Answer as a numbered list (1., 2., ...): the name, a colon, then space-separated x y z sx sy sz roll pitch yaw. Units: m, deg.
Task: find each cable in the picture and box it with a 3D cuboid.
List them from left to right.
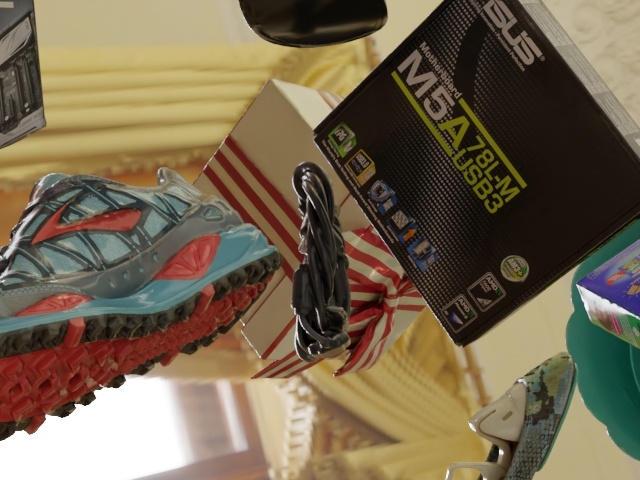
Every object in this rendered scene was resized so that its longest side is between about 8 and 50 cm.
1. cable: -0.003 0.019 0.995 0.184 0.047 0.151 53 31 -81

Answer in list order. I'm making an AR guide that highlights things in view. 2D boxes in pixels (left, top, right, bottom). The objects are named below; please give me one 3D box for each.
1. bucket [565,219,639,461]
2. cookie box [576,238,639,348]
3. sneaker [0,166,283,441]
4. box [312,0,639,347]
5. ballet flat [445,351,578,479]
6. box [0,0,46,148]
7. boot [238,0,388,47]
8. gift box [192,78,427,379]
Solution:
1. bucket: 0.388 0.098 1.222 0.281 0.183 0.281 -5 -101 28
2. cookie box: 0.250 0.036 0.900 0.040 0.092 0.107 62 -12 -24
3. sneaker: -0.146 0.024 0.731 0.125 0.262 0.104 47 -56 18
4. box: 0.110 -0.055 0.849 0.184 0.045 0.191 -42 -104 34
5. ballet flat: 0.131 0.163 0.937 0.070 0.070 0.188 11 -101 60
6. box: -0.249 -0.214 0.606 0.242 0.076 0.307 25 -51 30
7. boot: -0.032 -0.268 0.805 0.091 0.263 0.229 -12 -116 21
8. gift box: 0.000 0.000 1.432 0.258 0.276 0.255 51 -60 28
